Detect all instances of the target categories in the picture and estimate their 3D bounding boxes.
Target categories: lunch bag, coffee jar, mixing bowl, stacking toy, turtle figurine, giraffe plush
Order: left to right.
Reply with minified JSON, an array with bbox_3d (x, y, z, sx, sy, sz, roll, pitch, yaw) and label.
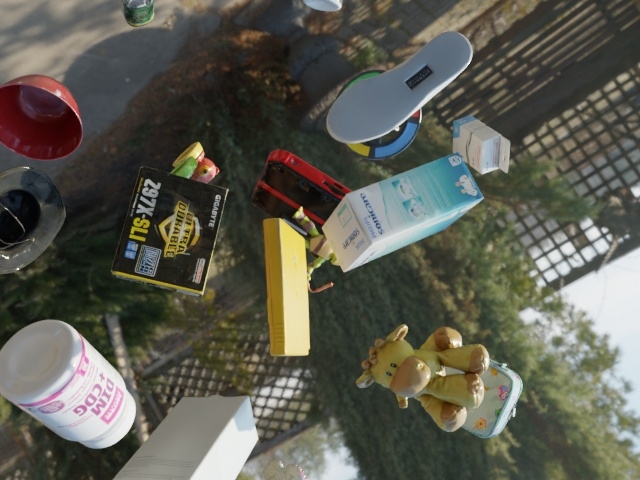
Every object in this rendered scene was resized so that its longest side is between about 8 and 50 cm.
[{"bbox_3d":[-0.553,-0.257,1.266,0.182,0.098,0.181,-2,136,-2],"label":"mixing bowl"},{"bbox_3d":[-0.449,-0.585,1.562,0.079,0.096,0.184,-20,-173,-12],"label":"coffee jar"},{"bbox_3d":[-0.482,-0.171,2.176,0.309,0.130,0.279,-41,-158,4],"label":"stacking toy"},{"bbox_3d":[0.000,0.000,1.898,0.269,0.217,0.087,-50,-177,7],"label":"turtle figurine"},{"bbox_3d":[0.165,0.225,1.132,0.210,0.181,0.170,4,165,46],"label":"giraffe plush"},{"bbox_3d":[0.454,0.441,1.923,0.108,0.279,0.224,25,91,-53],"label":"lunch bag"}]

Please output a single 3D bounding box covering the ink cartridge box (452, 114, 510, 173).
[{"bbox_3d":[0.433,-0.254,1.746,0.060,0.180,0.104,-19,128,-15],"label":"ink cartridge box"}]

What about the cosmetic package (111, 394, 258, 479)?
[{"bbox_3d":[-0.331,0.560,1.648,0.217,0.156,0.385,-5,-165,19],"label":"cosmetic package"}]

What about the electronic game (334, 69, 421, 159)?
[{"bbox_3d":[0.145,-0.321,1.653,0.229,0.229,0.048,-32,-167,6],"label":"electronic game"}]

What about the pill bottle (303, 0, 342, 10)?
[{"bbox_3d":[0.023,-0.873,2.050,0.131,0.245,0.130,9,-178,0],"label":"pill bottle"}]

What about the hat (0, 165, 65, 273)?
[{"bbox_3d":[-0.943,-0.073,1.923,0.134,0.331,0.331,18,-154,33],"label":"hat"}]

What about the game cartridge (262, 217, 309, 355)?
[{"bbox_3d":[-0.082,0.128,1.618,0.053,0.323,0.285,-4,169,10],"label":"game cartridge"}]

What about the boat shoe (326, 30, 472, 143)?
[{"bbox_3d":[0.166,-0.331,1.454,0.367,0.136,0.156,-38,179,-7],"label":"boat shoe"}]

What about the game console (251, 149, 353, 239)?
[{"bbox_3d":[-0.042,-0.126,2.216,0.060,0.387,0.342,-58,-179,-30],"label":"game console"}]

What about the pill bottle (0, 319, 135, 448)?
[{"bbox_3d":[-0.475,0.287,1.234,0.160,0.160,0.283,-30,143,-10],"label":"pill bottle"}]

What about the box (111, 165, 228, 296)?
[{"bbox_3d":[-0.423,-0.024,1.822,0.257,0.321,0.079,15,163,-11],"label":"box"}]

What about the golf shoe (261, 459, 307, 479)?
[{"bbox_3d":[-0.161,0.870,2.303,0.140,0.115,0.306,-34,-179,-31],"label":"golf shoe"}]

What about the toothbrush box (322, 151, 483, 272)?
[{"bbox_3d":[0.177,-0.060,1.444,0.296,0.126,0.216,-23,169,-19],"label":"toothbrush box"}]
